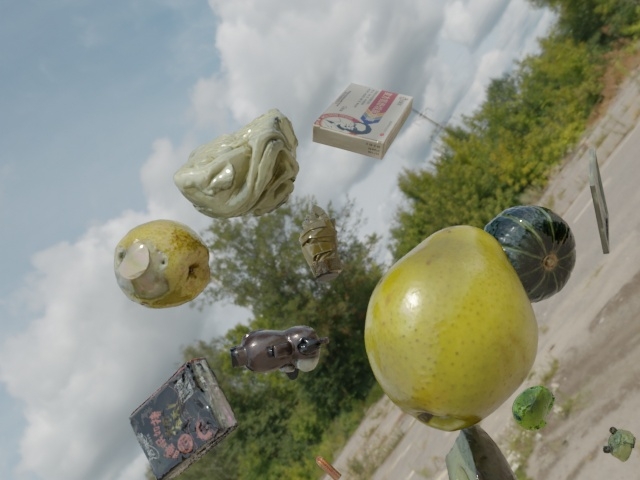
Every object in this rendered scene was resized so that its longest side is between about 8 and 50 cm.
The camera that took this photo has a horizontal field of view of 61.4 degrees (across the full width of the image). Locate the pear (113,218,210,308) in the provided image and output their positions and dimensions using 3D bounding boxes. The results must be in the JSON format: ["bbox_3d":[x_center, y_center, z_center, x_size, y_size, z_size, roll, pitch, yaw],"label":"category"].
[{"bbox_3d":[-0.439,0.068,1.521,0.271,0.271,0.271,-51,-12,-16],"label":"pear"}]

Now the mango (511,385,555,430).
[{"bbox_3d":[0.714,0.557,1.810,0.178,0.119,0.100,-32,15,-28],"label":"mango"}]

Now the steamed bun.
[{"bbox_3d":[-0.184,-0.175,1.449,0.394,0.347,0.237,-41,-61,-30],"label":"steamed bun"}]

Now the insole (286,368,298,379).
[{"bbox_3d":[-0.110,0.410,1.882,0.053,0.152,0.002,-19,-12,0],"label":"insole"}]

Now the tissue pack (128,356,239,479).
[{"bbox_3d":[-0.408,0.529,1.598,0.332,0.245,0.123,-44,-24,23],"label":"tissue pack"}]

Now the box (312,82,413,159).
[{"bbox_3d":[0.136,-0.371,1.636,0.353,0.214,0.069,-58,-20,-47],"label":"box"}]

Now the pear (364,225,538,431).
[{"bbox_3d":[0.273,0.182,1.146,0.362,0.363,0.418,99,-177,-65],"label":"pear"}]

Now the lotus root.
[{"bbox_3d":[0.396,0.576,1.231,0.210,0.314,0.142,10,-51,-26],"label":"lotus root"}]

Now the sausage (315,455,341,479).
[{"bbox_3d":[0.023,0.768,1.823,0.031,0.107,0.031,-40,-30,-29],"label":"sausage"}]

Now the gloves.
[{"bbox_3d":[-0.004,-0.004,2.088,0.154,0.331,0.141,-21,-28,13],"label":"gloves"}]

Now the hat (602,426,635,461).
[{"bbox_3d":[0.785,0.534,1.420,0.076,0.059,0.077,-22,-46,-76],"label":"hat"}]

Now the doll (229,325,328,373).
[{"bbox_3d":[-0.105,0.284,1.400,0.182,0.258,0.117,153,114,-80],"label":"doll"}]

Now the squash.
[{"bbox_3d":[0.522,0.034,1.362,0.252,0.252,0.165,-53,25,-5],"label":"squash"}]

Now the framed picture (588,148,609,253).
[{"bbox_3d":[0.648,-0.091,1.252,0.203,0.015,0.150,61,-142,-30],"label":"framed picture"}]
